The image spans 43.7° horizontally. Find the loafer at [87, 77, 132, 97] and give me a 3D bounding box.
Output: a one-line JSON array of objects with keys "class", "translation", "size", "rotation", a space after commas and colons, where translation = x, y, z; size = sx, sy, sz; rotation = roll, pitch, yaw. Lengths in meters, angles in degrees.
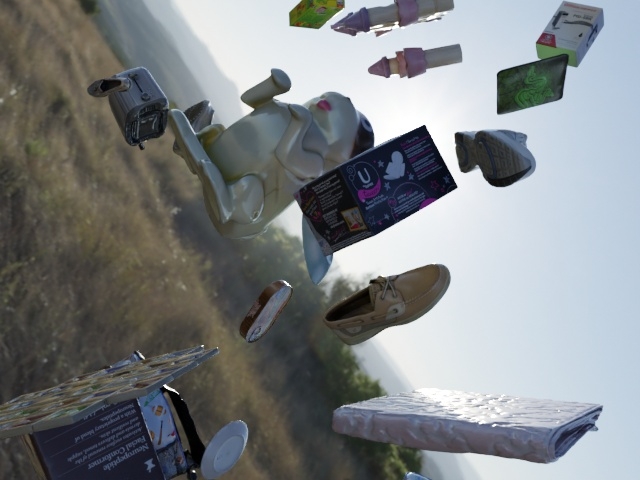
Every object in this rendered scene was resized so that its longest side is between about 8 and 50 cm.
[{"class": "loafer", "translation": [-0.520, -0.377, 1.941], "size": [0.039, 0.125, 0.045], "rotation": [-5, 90, -69]}]

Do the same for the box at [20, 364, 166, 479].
[{"class": "box", "translation": [-0.390, 0.444, 1.438], "size": [0.143, 0.191, 0.381], "rotation": [13, -57, 55]}]

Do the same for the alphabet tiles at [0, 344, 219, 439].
[{"class": "alphabet tiles", "translation": [-0.310, 0.196, 1.007], "size": [0.285, 0.342, 0.011], "rotation": [-23, 96, -67]}]

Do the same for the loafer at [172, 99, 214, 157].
[{"class": "loafer", "translation": [-0.373, -0.322, 2.394], "size": [0.092, 0.102, 0.269], "rotation": [55, 31, -35]}]

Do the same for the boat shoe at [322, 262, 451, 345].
[{"class": "boat shoe", "translation": [0.164, 0.149, 1.987], "size": [0.110, 0.341, 0.122], "rotation": [42, 23, -37]}]

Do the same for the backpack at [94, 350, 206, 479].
[{"class": "backpack", "translation": [-0.413, 0.392, 1.756], "size": [0.276, 0.213, 0.263], "rotation": [30, -49, 44]}]

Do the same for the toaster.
[{"class": "toaster", "translation": [-0.497, -0.363, 2.167], "size": [0.146, 0.129, 0.227], "rotation": [60, -23, 15]}]

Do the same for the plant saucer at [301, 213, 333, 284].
[{"class": "plant saucer", "translation": [0.000, 0.000, 1.752], "size": [0.195, 0.037, 0.195], "rotation": [-5, 90, -78]}]

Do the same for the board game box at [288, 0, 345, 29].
[{"class": "board game box", "translation": [-0.012, -0.625, 2.166], "size": [0.181, 0.092, 0.043], "rotation": [169, -79, -67]}]

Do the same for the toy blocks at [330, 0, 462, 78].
[{"class": "toy blocks", "translation": [0.147, -0.510, 1.767], "size": [0.288, 0.260, 0.309], "rotation": [-83, 162, -79]}]

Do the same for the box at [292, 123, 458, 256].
[{"class": "box", "translation": [0.101, -0.095, 1.483], "size": [0.163, 0.247, 0.142], "rotation": [-24, -87, 53]}]

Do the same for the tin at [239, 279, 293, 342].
[{"class": "tin", "translation": [-0.143, 0.186, 2.096], "size": [0.040, 0.190, 0.106], "rotation": [40, 12, 29]}]

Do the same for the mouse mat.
[{"class": "mouse mat", "translation": [0.458, -0.335, 1.733], "size": [0.190, 0.152, 0.007], "rotation": [59, 19, -67]}]

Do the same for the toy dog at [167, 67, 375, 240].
[{"class": "toy dog", "translation": [-0.069, -0.175, 1.757], "size": [0.284, 0.407, 0.395], "rotation": [53, -16, 49]}]

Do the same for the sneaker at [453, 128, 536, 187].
[{"class": "sneaker", "translation": [0.361, -0.180, 1.571], "size": [0.297, 0.129, 0.111], "rotation": [-121, -161, -72]}]

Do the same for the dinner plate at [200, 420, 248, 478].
[{"class": "dinner plate", "translation": [-0.202, 0.456, 1.724], "size": [0.017, 0.141, 0.141], "rotation": [26, -18, 33]}]

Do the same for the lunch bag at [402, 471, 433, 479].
[{"class": "lunch bag", "translation": [0.263, 0.659, 1.899], "size": [0.176, 0.090, 0.219], "rotation": [23, 14, 0]}]

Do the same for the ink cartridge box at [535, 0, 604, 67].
[{"class": "ink cartridge box", "translation": [0.556, -0.461, 1.776], "size": [0.099, 0.135, 0.056], "rotation": [23, -20, 32]}]

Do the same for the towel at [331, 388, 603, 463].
[{"class": "towel", "translation": [0.235, 0.278, 1.224], "size": [0.317, 0.331, 0.053], "rotation": [7, 83, -58]}]
